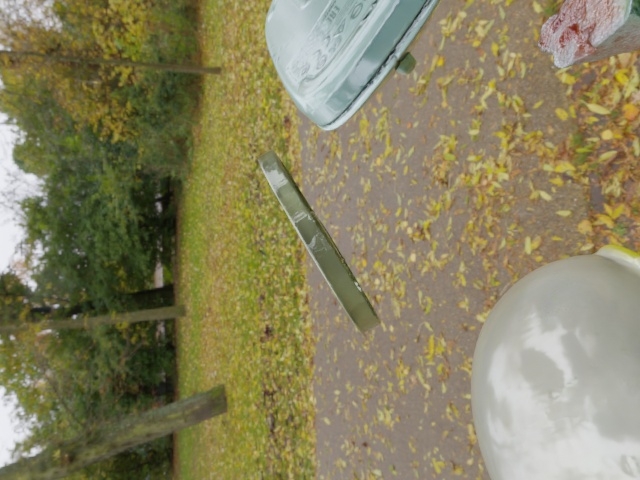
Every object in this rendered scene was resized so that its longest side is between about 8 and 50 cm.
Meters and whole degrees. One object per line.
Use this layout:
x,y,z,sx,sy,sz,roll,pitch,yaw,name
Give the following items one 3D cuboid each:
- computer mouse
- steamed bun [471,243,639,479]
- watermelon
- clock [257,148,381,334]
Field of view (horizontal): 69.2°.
0.031,-0.196,0.417,0.159,0.097,0.288,-50,36,21,computer mouse
0.346,0.198,0.571,0.334,0.333,0.374,113,170,-47,steamed bun
0.295,-0.240,0.485,0.158,0.121,0.098,2,72,41,watermelon
0.000,0.000,0.538,0.235,0.029,0.235,59,180,-1,clock
